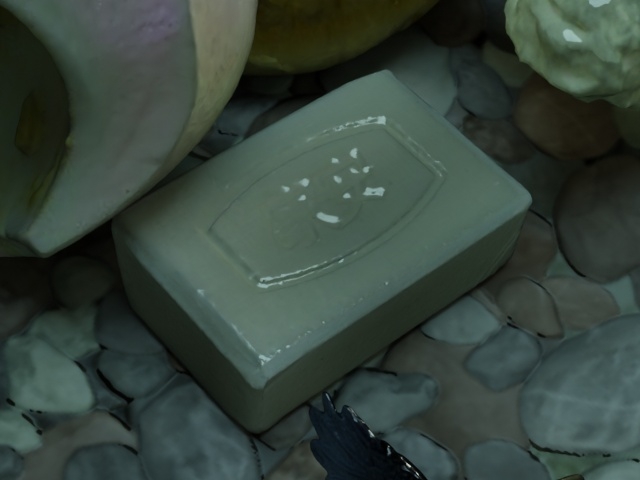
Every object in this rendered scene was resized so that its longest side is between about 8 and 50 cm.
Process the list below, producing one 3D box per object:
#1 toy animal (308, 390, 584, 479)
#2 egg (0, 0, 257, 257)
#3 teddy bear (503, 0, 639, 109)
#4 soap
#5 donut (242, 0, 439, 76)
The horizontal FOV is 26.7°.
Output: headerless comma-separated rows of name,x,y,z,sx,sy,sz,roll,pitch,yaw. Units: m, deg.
toy animal,0.078,0.139,0.539,0.220,0.108,0.062,33,49,19
egg,-0.109,-0.124,0.614,0.162,0.271,0.206,7,46,0
teddy bear,0.312,-0.240,0.685,0.375,0.362,0.327,7,51,-35
soap,0.000,0.000,0.679,0.183,0.064,0.121,-32,61,-27
donut,-0.050,-0.252,0.828,0.330,0.160,0.330,-3,46,3
